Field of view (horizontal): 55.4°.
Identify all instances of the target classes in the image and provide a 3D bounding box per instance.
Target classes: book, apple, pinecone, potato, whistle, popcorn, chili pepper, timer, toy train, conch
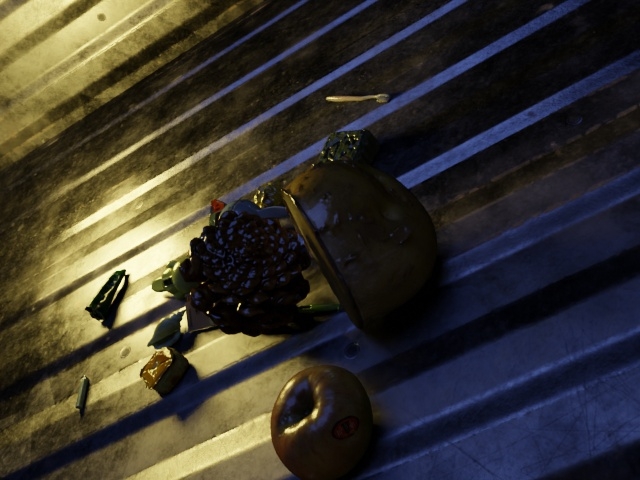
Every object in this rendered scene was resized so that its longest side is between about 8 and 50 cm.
[{"bbox_3d":[-0.358,0.214,1.958,0.182,0.014,0.127,-17,74,24],"label":"book"},{"bbox_3d":[0.003,0.420,1.409,0.261,0.194,0.260,-22,44,23],"label":"apple"},{"bbox_3d":[-0.208,0.126,1.729,0.385,0.384,0.384,-20,44,21],"label":"pinecone"},{"bbox_3d":[0.119,-0.033,1.578,0.320,0.385,0.442,-31,69,-8],"label":"potato"},{"bbox_3d":[-0.471,0.129,2.098,0.294,0.141,0.141,-16,43,53],"label":"whistle"},{"bbox_3d":[-0.175,-0.147,2.117,0.121,0.106,0.116,5,48,40],"label":"popcorn"},{"bbox_3d":[-0.798,0.194,2.314,0.059,0.088,0.226,-4,43,31],"label":"chili pepper"},{"bbox_3d":[-0.211,-0.063,2.034,0.256,0.175,0.175,-5,47,3],"label":"timer"},{"bbox_3d":[-0.337,0.003,2.117,0.089,0.086,0.409,-21,43,14],"label":"toy train"},{"bbox_3d":[-0.493,0.293,2.002,0.180,0.088,0.065,-49,-2,-1],"label":"conch"}]

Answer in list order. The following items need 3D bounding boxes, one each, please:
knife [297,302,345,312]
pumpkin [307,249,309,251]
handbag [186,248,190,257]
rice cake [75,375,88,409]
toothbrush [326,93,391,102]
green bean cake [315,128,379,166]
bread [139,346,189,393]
[{"bbox_3d":[0.025,0.182,1.741,0.212,0.015,0.054,-9,49,30],"label":"knife"},{"bbox_3d":[0.000,0.000,1.895,0.083,0.054,0.074,-36,32,38],"label":"pumpkin"},{"bbox_3d":[-0.452,0.058,2.199,0.061,0.027,0.083,-22,43,20],"label":"handbag"},{"bbox_3d":[-0.804,0.512,2.058,0.022,0.022,0.121,-17,45,12],"label":"rice cake"},{"bbox_3d":[0.135,-0.531,2.291,0.307,0.025,0.029,10,69,41],"label":"toothbrush"},{"bbox_3d":[0.086,-0.284,2.062,0.184,0.094,0.184,5,62,38],"label":"green bean cake"},{"bbox_3d":[-0.486,0.398,1.887,0.128,0.069,0.140,23,73,47],"label":"bread"}]
